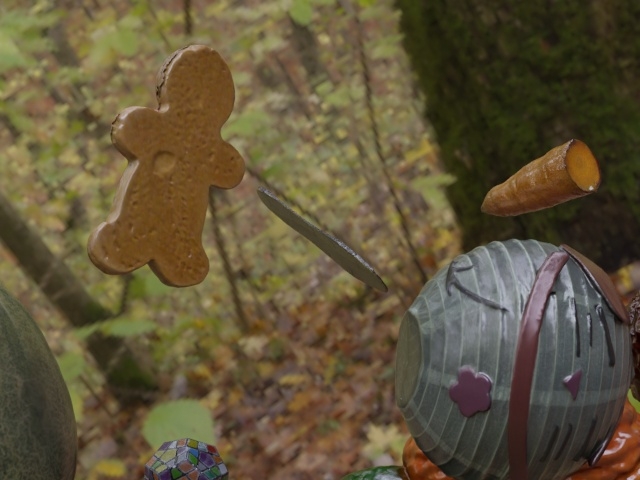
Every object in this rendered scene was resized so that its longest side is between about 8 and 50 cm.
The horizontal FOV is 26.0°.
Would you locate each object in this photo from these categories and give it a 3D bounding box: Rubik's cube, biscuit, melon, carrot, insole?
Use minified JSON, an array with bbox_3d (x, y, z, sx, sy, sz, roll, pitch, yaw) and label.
[{"bbox_3d":[-0.169,0.302,1.742,0.111,0.111,0.093,-13,55,32],"label":"Rubik's cube"},{"bbox_3d":[-0.204,-0.105,1.909,0.047,0.216,0.340,2,79,49],"label":"biscuit"},{"bbox_3d":[-0.379,0.183,1.423,0.248,0.329,0.248,-12,-1,0],"label":"melon"},{"bbox_3d":[0.270,-0.069,1.778,0.205,0.072,0.072,-23,24,54],"label":"carrot"},{"bbox_3d":[0.000,0.000,2.509,0.009,0.119,0.348,-44,56,-14],"label":"insole"}]

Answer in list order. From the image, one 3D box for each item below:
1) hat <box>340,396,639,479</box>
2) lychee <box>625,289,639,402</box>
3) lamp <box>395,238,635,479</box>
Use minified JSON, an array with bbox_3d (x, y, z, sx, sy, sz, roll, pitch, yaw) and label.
[{"bbox_3d":[0.210,0.291,1.633,0.400,0.285,0.285,-37,27,9],"label":"hat"},{"bbox_3d":[0.496,0.149,1.784,0.235,0.271,0.236,-14,-6,-1],"label":"lychee"},{"bbox_3d":[0.191,0.119,1.334,0.233,0.265,0.233,3,18,-1],"label":"lamp"}]
